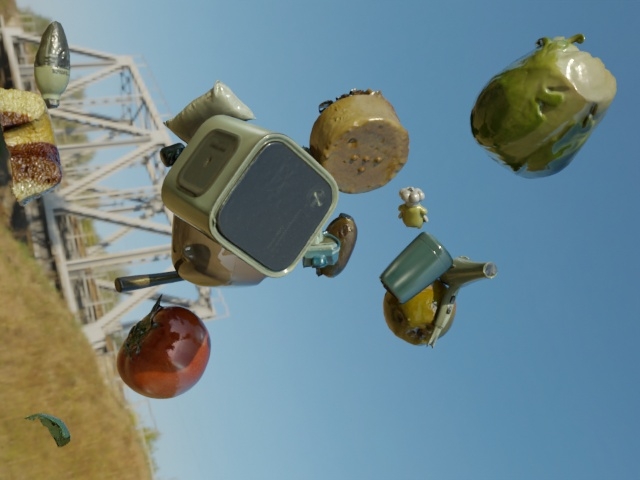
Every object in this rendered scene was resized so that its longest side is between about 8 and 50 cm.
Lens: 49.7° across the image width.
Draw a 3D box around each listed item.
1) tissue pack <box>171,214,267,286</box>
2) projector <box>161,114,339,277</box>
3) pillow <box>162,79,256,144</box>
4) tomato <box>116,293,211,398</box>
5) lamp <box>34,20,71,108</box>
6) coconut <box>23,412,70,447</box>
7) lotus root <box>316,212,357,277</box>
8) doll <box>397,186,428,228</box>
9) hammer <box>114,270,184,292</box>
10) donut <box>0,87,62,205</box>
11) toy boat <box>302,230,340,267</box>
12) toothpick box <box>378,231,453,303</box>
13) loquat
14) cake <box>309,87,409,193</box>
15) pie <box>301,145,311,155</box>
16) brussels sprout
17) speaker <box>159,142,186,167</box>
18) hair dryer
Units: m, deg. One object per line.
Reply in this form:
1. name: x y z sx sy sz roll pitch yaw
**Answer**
1. tissue pack: -0.296 -0.056 2.018 0.267 0.276 0.387 -12 -110 55
2. projector: -0.151 -0.099 1.451 0.248 0.248 0.249 -56 -141 -6
3. pillow: -0.303 -0.325 1.875 0.254 0.144 0.078 -25 -141 39
4. tomato: -0.417 0.298 1.851 0.256 0.224 0.256 -35 -150 25
5. lamp: -0.770 -0.501 1.982 0.101 0.101 0.250 -163 -104 -64
6. coconut: -0.832 0.581 2.146 0.133 0.055 0.158 -4 -49 29
7. lotus root: 0.059 0.023 2.472 0.241 0.123 0.124 -64 -156 8
8. doll: 0.307 -0.109 2.301 0.106 0.062 0.162 9 -48 23
9. hammer: -0.429 0.107 2.154 0.168 0.440 0.044 30 -63 40
10. donut: -0.644 -0.195 1.551 0.151 0.112 0.295 109 -35 -67
11. toy boat: 0.000 0.000 1.595 0.215 0.088 0.102 -52 138 -81
12. toothpick box: 0.246 0.076 1.812 0.120 0.184 0.120 47 -2 2
13. loquat: 0.288 0.184 2.017 0.246 0.213 0.213 -82 -176 -50
14. cake: 0.108 -0.366 2.316 0.321 0.332 0.332 -110 -155 -43
15. pie: -0.118 -0.200 2.328 0.055 0.274 0.274 39 -39 17
16. brussels sprout: 0.522 -0.305 1.646 0.276 0.315 0.371 49 -10 2
17. speaker: -0.419 -0.244 1.998 0.094 0.075 0.060 34 -37 57
18. hair dryer: 0.380 0.148 1.849 0.229 0.092 0.267 -39 -150 55
